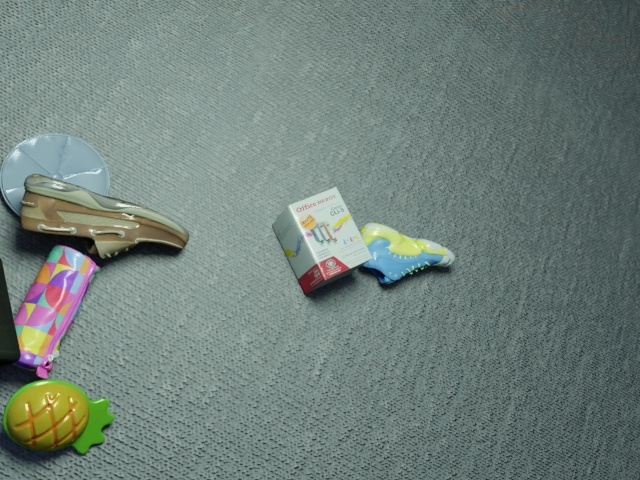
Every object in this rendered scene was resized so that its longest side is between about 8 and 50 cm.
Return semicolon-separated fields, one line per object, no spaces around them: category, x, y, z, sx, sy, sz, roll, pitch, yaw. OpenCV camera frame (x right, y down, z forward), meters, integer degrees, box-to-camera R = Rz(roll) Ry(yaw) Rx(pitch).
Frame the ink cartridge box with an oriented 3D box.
ink cartridge box;0.000;0.000;1.394;0.128;0.127;0.176;-23;81;-26

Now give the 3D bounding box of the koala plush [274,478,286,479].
koala plush;-0.020;0.559;1.173;0.203;0.196;0.221;12;68;-5

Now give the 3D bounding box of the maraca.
maraca;-0.453;0.309;1.130;0.185;0.099;0.127;27;89;-34

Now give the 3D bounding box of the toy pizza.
toy pizza;-0.521;-0.117;1.283;0.201;0.032;0.201;7;69;-18

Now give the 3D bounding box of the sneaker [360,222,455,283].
sneaker;0.189;0.049;1.489;0.240;0.091;0.126;18;85;-15

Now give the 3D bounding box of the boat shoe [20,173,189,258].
boat shoe;-0.409;-0.027;1.240;0.324;0.123;0.117;19;87;-33

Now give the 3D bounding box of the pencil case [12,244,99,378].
pencil case;-0.486;0.128;1.176;0.104;0.104;0.237;22;66;-13

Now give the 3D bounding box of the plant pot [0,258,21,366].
plant pot;-0.630;0.129;1.040;0.188;0.167;0.188;-19;78;8
